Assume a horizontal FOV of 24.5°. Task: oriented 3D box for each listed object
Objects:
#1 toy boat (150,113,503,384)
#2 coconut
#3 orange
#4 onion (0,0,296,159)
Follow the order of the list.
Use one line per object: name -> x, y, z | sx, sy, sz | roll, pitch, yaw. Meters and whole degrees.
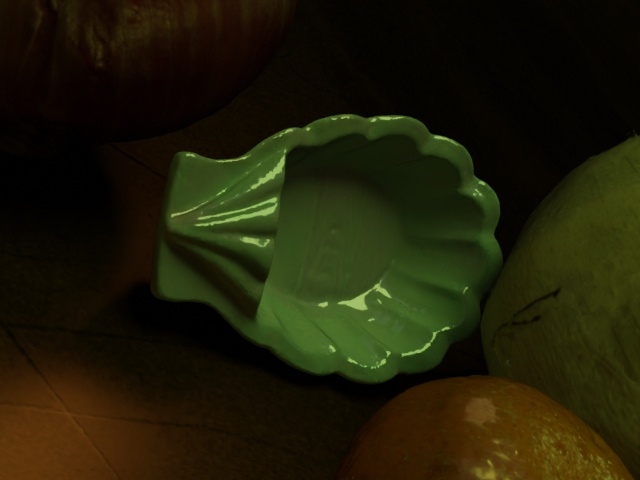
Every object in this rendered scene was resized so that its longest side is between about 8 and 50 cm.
toy boat -> 0.000, 0.000, 1.090 | 0.290, 0.199, 0.100 | 9, 0, -35
coconut -> 0.307, 0.110, 1.068 | 0.346, 0.346, 0.360 | 14, 47, -37
orange -> 0.098, 0.191, 0.869 | 0.224, 0.170, 0.224 | 28, 37, -24
onion -> -0.192, -0.218, 1.084 | 0.354, 0.353, 0.353 | 28, 28, -16
